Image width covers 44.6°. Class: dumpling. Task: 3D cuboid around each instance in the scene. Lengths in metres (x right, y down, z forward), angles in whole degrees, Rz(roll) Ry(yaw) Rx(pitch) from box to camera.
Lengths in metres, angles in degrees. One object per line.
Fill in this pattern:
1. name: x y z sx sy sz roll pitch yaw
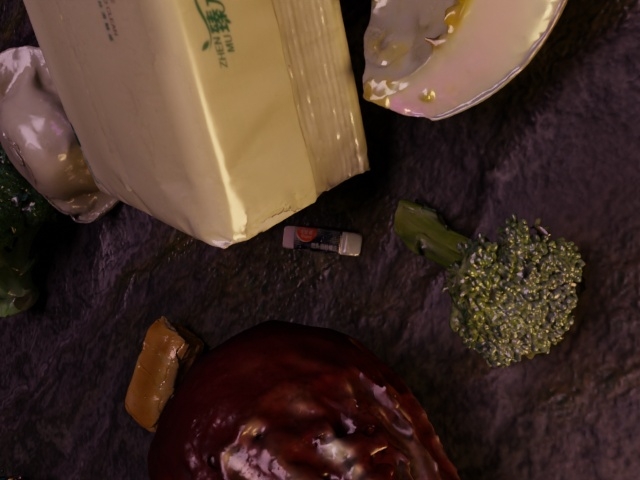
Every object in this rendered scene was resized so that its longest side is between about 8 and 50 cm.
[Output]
1. dumpling: -0.336 -0.148 1.029 0.172 0.142 0.247 -32 103 3

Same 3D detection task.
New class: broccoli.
1. broccoli: -0.484 -0.019 1.118 0.270 0.270 0.270 7 124 42
2. broccoli: 0.124 0.019 0.657 0.118 0.122 0.204 -54 37 3

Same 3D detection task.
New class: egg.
1. egg: 0.116 -0.261 0.657 0.206 0.162 0.271 -12 111 24

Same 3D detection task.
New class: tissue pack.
1. tissue pack: -0.135 -0.219 0.727 0.297 0.207 0.381 16 128 51

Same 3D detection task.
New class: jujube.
1. jujube: 0.004 0.238 0.633 0.258 0.258 0.377 -52 49 23

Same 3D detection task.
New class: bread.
1. bread: -0.187 0.161 0.928 0.074 0.053 0.132 36 109 39

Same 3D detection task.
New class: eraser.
1. eraser: 0.000 0.000 0.809 0.099 0.019 0.027 7 88 43

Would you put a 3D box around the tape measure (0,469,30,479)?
1. tape measure: -0.435 0.404 1.094 0.125 0.081 0.146 2 85 45
